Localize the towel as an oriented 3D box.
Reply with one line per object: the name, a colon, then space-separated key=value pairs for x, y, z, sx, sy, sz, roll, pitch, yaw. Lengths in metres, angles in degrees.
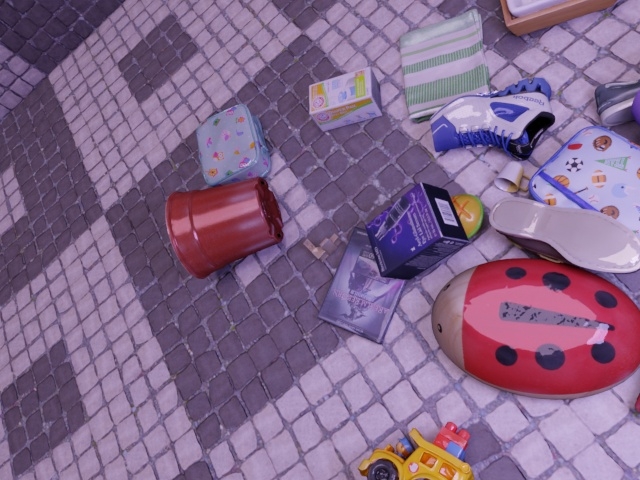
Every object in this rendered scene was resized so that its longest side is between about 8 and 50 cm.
towel: x=0.359 y=-0.509 z=1.442 sx=0.247 sy=0.038 sz=0.325 roll=-11 pitch=66 yaw=23

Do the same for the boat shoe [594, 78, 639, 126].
boat shoe: x=0.799 y=-0.370 z=1.127 sx=0.319 sy=0.116 sz=0.099 roll=-20 pitch=66 yaw=23

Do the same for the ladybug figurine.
ladybug figurine: x=0.451 y=0.173 z=1.052 sx=0.449 sy=0.162 sz=0.305 roll=1 pitch=71 yaw=26

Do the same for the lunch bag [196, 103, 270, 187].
lunch bag: x=-0.282 y=-0.299 z=1.629 sx=0.223 sy=0.108 sz=0.279 roll=-22 pitch=64 yaw=11

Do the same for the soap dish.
soap dish: x=0.636 y=-0.694 z=1.332 sx=0.290 sy=0.118 sz=0.229 roll=-11 pitch=66 yaw=22

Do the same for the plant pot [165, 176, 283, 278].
plant pot: x=-0.264 y=-0.052 z=1.449 sx=0.264 sy=0.272 sz=0.273 roll=-17 pitch=64 yaw=10

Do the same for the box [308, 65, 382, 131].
box: x=0.075 y=-0.428 z=1.509 sx=0.203 sy=0.103 sz=0.114 roll=-10 pitch=66 yaw=22

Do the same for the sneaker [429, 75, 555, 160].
sneaker: x=0.440 y=-0.282 z=1.245 sx=0.315 sy=0.127 sz=0.182 roll=-18 pitch=52 yaw=18

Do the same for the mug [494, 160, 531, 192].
mug: x=0.482 y=-0.159 z=1.240 sx=0.064 sy=0.078 sz=0.062 roll=-59 pitch=25 yaw=-15

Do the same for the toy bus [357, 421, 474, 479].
toy bus: x=0.222 y=0.482 z=1.064 sx=0.220 sy=0.149 sz=0.212 roll=20 pitch=67 yaw=33

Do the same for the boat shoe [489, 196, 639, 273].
boat shoe: x=0.519 y=-0.005 z=1.048 sx=0.324 sy=0.096 sz=0.117 roll=25 pitch=84 yaw=46

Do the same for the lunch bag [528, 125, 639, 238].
lunch bag: x=0.637 y=-0.091 z=1.099 sx=0.243 sy=0.115 sz=0.303 roll=-44 pitch=57 yaw=7

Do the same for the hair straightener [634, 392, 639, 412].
hair straightener: x=0.673 y=0.226 z=0.966 sx=0.047 sy=0.089 sz=0.231 roll=17 pitch=98 yaw=36

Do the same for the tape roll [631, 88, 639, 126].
tape roll: x=0.798 y=-0.309 z=1.008 sx=0.274 sy=0.275 sz=0.090 roll=-26 pitch=62 yaw=15

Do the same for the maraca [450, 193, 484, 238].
maraca: x=0.326 y=-0.048 z=1.243 sx=0.185 sy=0.099 sz=0.127 roll=-24 pitch=54 yaw=43

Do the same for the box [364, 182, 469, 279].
box: x=0.227 y=-0.016 z=1.195 sx=0.207 sy=0.108 sz=0.153 roll=-41 pitch=54 yaw=39

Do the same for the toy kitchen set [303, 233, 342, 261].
toy kitchen set: x=0.000 y=0.000 z=1.396 sx=0.083 sy=0.068 sz=0.075 roll=-47 pitch=58 yaw=2

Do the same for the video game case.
video game case: x=0.126 y=0.113 z=1.317 sx=0.196 sy=0.026 sz=0.274 roll=18 pitch=78 yaw=30
